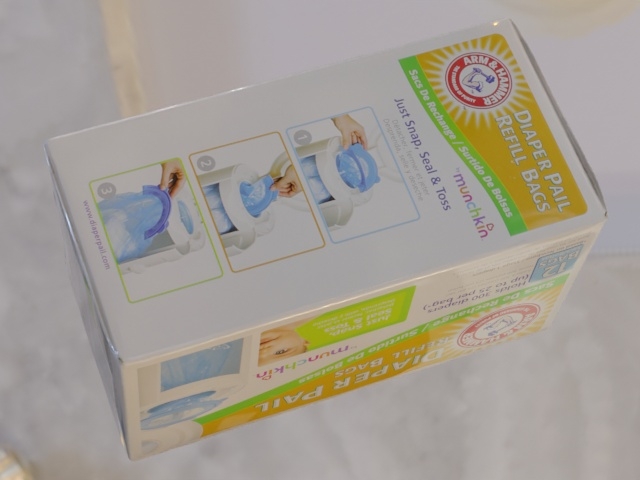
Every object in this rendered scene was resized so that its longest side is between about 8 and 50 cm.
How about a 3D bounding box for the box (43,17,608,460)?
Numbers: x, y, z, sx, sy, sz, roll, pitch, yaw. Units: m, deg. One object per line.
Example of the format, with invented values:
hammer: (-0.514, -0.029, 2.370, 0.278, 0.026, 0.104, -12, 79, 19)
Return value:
box: (0.000, 0.000, 0.639, 0.114, 0.203, 0.103, 99, -28, -63)
